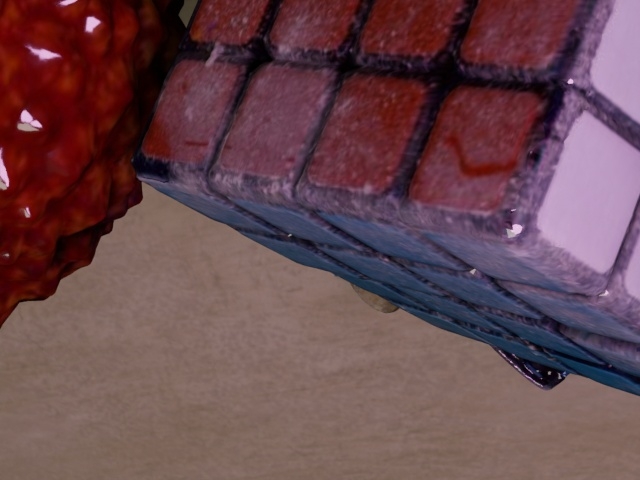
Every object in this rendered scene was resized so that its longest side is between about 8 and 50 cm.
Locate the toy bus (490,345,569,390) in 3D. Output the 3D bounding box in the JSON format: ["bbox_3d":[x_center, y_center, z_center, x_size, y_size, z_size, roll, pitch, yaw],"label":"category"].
[{"bbox_3d":[0.249,-0.026,1.321,0.138,0.175,0.288,44,125,-5],"label":"toy bus"}]

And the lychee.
[{"bbox_3d":[-0.298,-0.170,1.161,0.425,0.424,0.500,3,86,7],"label":"lychee"}]

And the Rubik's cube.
[{"bbox_3d":[0.150,-0.110,1.035,0.337,0.343,0.344,29,171,-40],"label":"Rubik's cube"}]

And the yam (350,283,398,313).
[{"bbox_3d":[0.088,-0.011,1.436,0.068,0.068,0.169,28,130,-13],"label":"yam"}]
